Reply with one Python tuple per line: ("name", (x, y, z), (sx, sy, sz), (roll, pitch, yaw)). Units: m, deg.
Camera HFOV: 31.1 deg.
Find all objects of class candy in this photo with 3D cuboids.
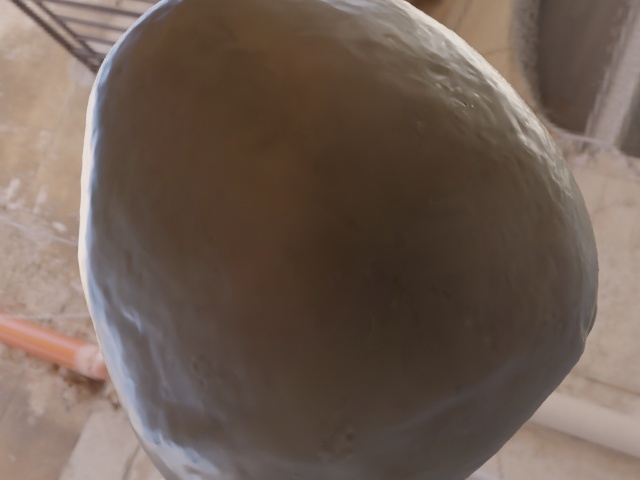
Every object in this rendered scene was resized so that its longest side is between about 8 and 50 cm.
("candy", (0.000, 0.000, 0.856), (0.386, 0.426, 0.186), (-30, 1, -4))
